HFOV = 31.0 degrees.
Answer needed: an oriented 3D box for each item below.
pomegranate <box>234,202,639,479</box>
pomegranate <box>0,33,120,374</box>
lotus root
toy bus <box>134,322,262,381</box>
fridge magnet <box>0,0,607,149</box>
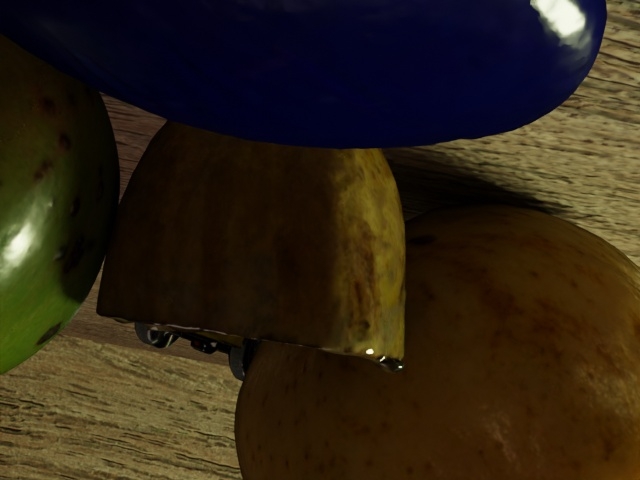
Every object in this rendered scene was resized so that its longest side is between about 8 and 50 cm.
[{"bbox_3d":[0.104,0.126,0.914,0.410,0.410,0.410,10,168,2],"label":"pomegranate"},{"bbox_3d":[-0.259,0.000,0.664,0.291,0.323,0.291,-3,174,0],"label":"pomegranate"},{"bbox_3d":[-0.032,-0.016,0.735,0.188,0.180,0.199,7,174,1],"label":"lotus root"},{"bbox_3d":[-0.039,0.075,1.174,0.145,0.151,0.331,14,172,32],"label":"toy bus"},{"bbox_3d":[-0.019,-0.104,0.465,0.265,0.112,0.265,11,168,2],"label":"fridge magnet"}]
